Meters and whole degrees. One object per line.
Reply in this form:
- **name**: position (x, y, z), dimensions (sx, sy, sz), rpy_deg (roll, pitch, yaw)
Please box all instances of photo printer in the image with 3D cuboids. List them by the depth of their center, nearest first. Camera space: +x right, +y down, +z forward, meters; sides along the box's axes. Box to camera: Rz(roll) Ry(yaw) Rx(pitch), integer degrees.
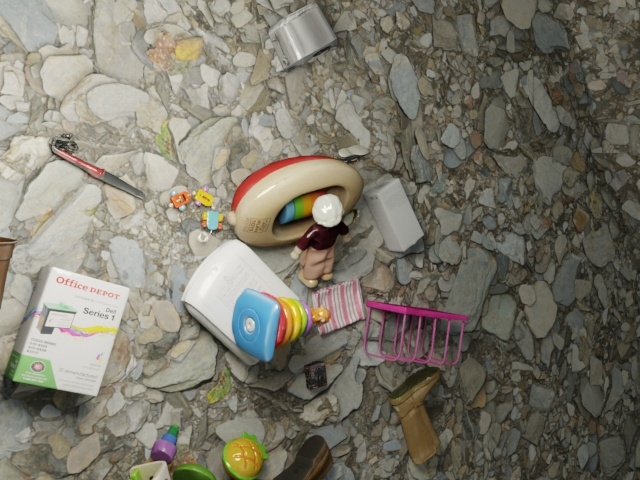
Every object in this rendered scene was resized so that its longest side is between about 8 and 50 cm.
- **photo printer**: position (-0.232, 0.169, 1.810), dimensions (0.307, 0.107, 0.256), rpy_deg (47, 65, -24)

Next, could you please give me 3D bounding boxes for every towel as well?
- **towel**: position (0.064, 0.215, 2.059), dimensions (0.197, 0.029, 0.144), rpy_deg (-15, 98, -34)

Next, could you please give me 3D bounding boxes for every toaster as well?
- **toaster**: position (-0.050, -0.631, 1.942), dimensions (0.227, 0.129, 0.146), rpy_deg (-38, 107, -28)

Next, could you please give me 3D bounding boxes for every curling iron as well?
- **curling iron**: position (-0.571, -0.188, 1.629), dimensions (0.274, 0.035, 0.068), rpy_deg (37, 69, -28)

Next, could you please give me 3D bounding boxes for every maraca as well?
- **maraca**: position (-0.212, 0.614, 1.795), dimensions (0.127, 0.099, 0.186), rpy_deg (48, 20, 7)

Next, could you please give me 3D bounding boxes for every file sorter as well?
- **file sorter**: position (0.315, 0.317, 2.127), dimensions (0.291, 0.202, 0.182), rpy_deg (11, 86, -34)

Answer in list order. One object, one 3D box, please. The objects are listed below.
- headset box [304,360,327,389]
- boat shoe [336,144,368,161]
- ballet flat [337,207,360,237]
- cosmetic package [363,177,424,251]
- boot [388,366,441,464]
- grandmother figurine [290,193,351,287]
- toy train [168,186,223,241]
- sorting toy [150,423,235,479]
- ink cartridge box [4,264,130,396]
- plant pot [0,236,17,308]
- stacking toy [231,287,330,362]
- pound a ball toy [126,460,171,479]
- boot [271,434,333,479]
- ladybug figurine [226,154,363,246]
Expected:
- **headset box**: position (-0.015, 0.423, 1.997), dimensions (0.062, 0.032, 0.083), rpy_deg (-8, 95, -34)
- **boat shoe**: position (0.106, -0.285, 2.094), dimensions (0.125, 0.038, 0.046), rpy_deg (-19, 58, -39)
- **ballet flat**: position (0.038, -0.038, 2.018), dimensions (0.241, 0.077, 0.091), rpy_deg (-47, 114, -25)
- **cosmetic package**: position (0.252, -0.087, 2.163), dimensions (0.117, 0.086, 0.231), rpy_deg (-35, 110, -30)
- **boot**: position (0.367, 0.612, 2.227), dimensions (0.236, 0.089, 0.269), rpy_deg (-29, 105, -21)
- **grandmother figurine**: position (0.000, 0.000, 1.859), dimensions (0.208, 0.104, 0.342), rpy_deg (-31, 151, -33)
- **toy train**: position (-0.351, -0.082, 1.774), dimensions (0.125, 0.046, 0.166), rpy_deg (-39, 107, -27)
- **sorting toy**: position (-0.315, 0.641, 1.766), dimensions (0.365, 0.127, 0.126), rpy_deg (48, 35, -21)
- **ink cartridge box**: position (-0.615, 0.218, 1.541), dimensions (0.202, 0.117, 0.278), rpy_deg (22, 76, -32)
- **plant pot**: position (-0.781, 0.074, 1.413), dimensions (0.167, 0.167, 0.165), rpy_deg (5, 93, -34)
- **stacking toy**: position (-0.083, 0.220, 1.767), dimensions (0.302, 0.166, 0.175), rpy_deg (-2, 105, -45)
- **pound a ball toy**: position (-0.415, 0.754, 1.590), dimensions (0.136, 0.208, 0.318), rpy_deg (-12, 96, 3)
- **boot**: position (-0.068, 0.747, 1.916), dimensions (0.305, 0.112, 0.115), rpy_deg (-43, 122, -30)
- **ladybug figurine**: position (-0.081, -0.129, 1.845), dimensions (0.450, 0.305, 0.162), rpy_deg (-15, 54, -35)
